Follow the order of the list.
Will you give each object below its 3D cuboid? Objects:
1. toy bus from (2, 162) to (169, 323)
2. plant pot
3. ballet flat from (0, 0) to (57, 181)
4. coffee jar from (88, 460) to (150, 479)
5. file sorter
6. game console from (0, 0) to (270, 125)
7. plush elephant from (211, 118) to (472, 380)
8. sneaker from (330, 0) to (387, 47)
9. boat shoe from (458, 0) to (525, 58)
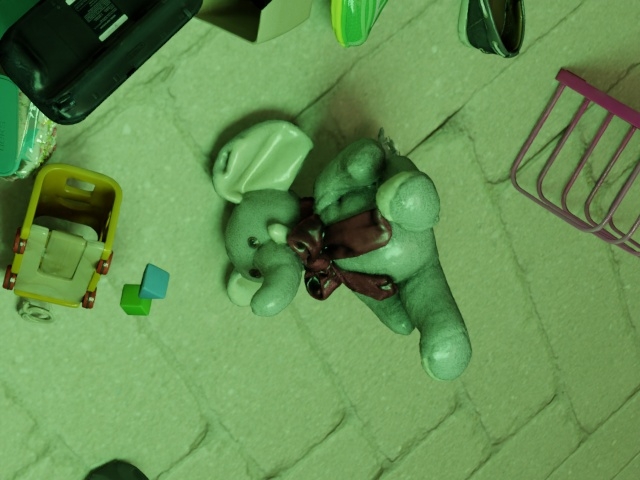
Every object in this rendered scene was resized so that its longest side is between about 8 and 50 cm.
[{"bbox_3d":[-0.270,-0.001,1.277,0.191,0.202,0.104,48,43,-51],"label":"toy bus"},{"bbox_3d":[-0.062,-0.278,1.289,0.096,0.109,0.109,-15,125,-45],"label":"plant pot"},{"bbox_3d":[-0.286,-0.174,1.199,0.077,0.091,0.241,-33,146,-61],"label":"ballet flat"},{"bbox_3d":[-0.245,0.374,1.543,0.079,0.096,0.184,-25,130,-29],"label":"coffee jar"},{"bbox_3d":[0.447,-0.086,1.747,0.291,0.202,0.182,19,106,-44],"label":"file sorter"},{"bbox_3d":[-0.159,-0.267,1.141,0.213,0.044,0.361,45,71,-8],"label":"game console"},{"bbox_3d":[0.000,0.000,1.417,0.255,0.330,0.271,-17,127,-2],"label":"plush elephant"},{"bbox_3d":[0.106,-0.343,1.351,0.295,0.123,0.109,-59,173,7],"label":"sneaker"},{"bbox_3d":[0.224,-0.340,1.496,0.084,0.079,0.233,-20,125,-27],"label":"boat shoe"}]
